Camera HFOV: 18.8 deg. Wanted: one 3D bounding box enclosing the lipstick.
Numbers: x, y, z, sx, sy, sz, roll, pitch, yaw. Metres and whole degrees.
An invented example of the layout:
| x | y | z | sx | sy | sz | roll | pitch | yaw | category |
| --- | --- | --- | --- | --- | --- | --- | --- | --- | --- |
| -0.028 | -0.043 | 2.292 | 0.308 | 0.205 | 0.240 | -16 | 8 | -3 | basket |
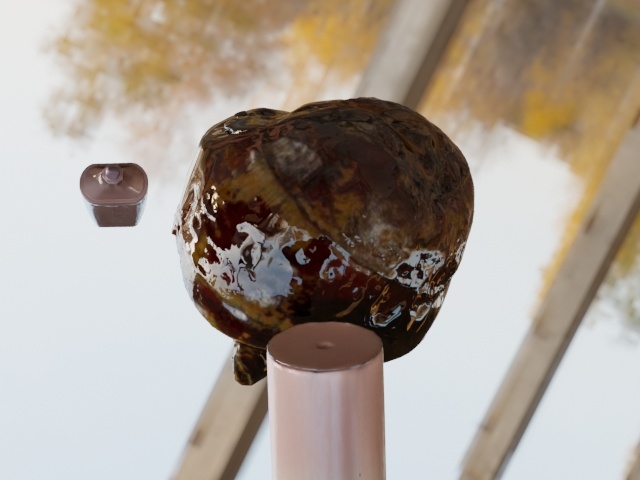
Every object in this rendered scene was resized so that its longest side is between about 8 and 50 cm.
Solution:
| x | y | z | sx | sy | sz | roll | pitch | yaw | category |
| --- | --- | --- | --- | --- | --- | --- | --- | --- | --- |
| 0.008 | 0.227 | 1.464 | 0.087 | 0.326 | 0.087 | -2 | -158 | 1 | lipstick |

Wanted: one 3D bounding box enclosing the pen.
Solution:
| x | y | z | sx | sy | sz | roll | pitch | yaw | category |
| --- | --- | --- | --- | --- | --- | --- | --- | --- | --- |
| -0.164 | -0.037 | 1.532 | 0.053 | 0.032 | 0.197 | 0 | 172 | -6 | pen |

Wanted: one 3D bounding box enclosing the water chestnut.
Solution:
| x | y | z | sx | sy | sz | roll | pitch | yaw | category |
| --- | --- | --- | --- | --- | --- | --- | --- | --- | --- |
| 0.000 | 0.000 | 1.701 | 0.289 | 0.244 | 0.289 | -12 | -171 | 2 | water chestnut |
